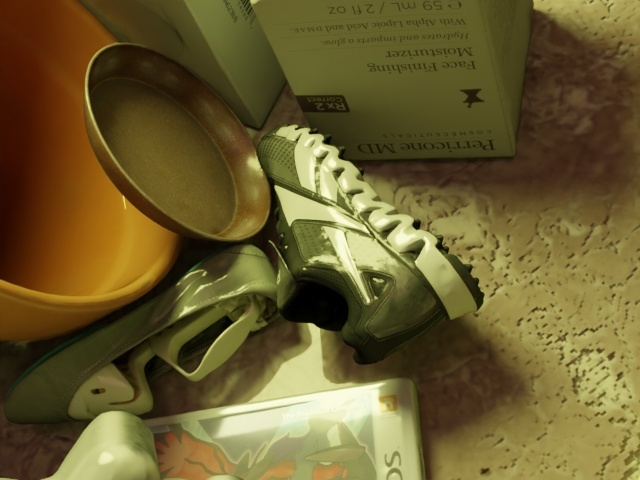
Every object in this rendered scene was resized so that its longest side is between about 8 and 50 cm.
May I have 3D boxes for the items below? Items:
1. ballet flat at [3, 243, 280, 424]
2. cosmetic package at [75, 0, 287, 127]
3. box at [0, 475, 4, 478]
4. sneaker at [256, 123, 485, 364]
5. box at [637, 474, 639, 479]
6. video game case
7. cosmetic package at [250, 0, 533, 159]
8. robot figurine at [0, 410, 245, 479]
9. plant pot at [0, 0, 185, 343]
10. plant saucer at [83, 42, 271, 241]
[{"bbox_3d":[-0.119,0.080,0.743,0.213,0.072,0.068,-33,60,-3],"label":"ballet flat"},{"bbox_3d":[-0.145,-0.226,0.847,0.225,0.224,0.138,16,66,27],"label":"cosmetic package"},{"bbox_3d":[-0.386,0.245,0.690,0.294,0.073,0.295,13,53,21],"label":"box"},{"bbox_3d":[0.000,0.000,0.728,0.106,0.078,0.234,-39,46,-7],"label":"sneaker"},{"bbox_3d":[0.185,0.172,0.568,0.058,0.087,0.232,22,67,29],"label":"box"},{"bbox_3d":[-0.031,0.186,0.673,0.201,0.023,0.183,-11,56,13],"label":"video game case"},{"bbox_3d":[0.060,-0.168,0.763,0.151,0.183,0.151,0,59,20],"label":"cosmetic package"},{"bbox_3d":[-0.156,0.264,0.543,0.300,0.200,0.353,34,85,-6],"label":"robot figurine"},{"bbox_3d":[-0.265,-0.037,0.747,0.203,0.291,0.290,-34,50,30],"label":"plant pot"},{"bbox_3d":[-0.105,-0.064,0.765,0.029,0.168,0.168,-38,50,28],"label":"plant saucer"}]
